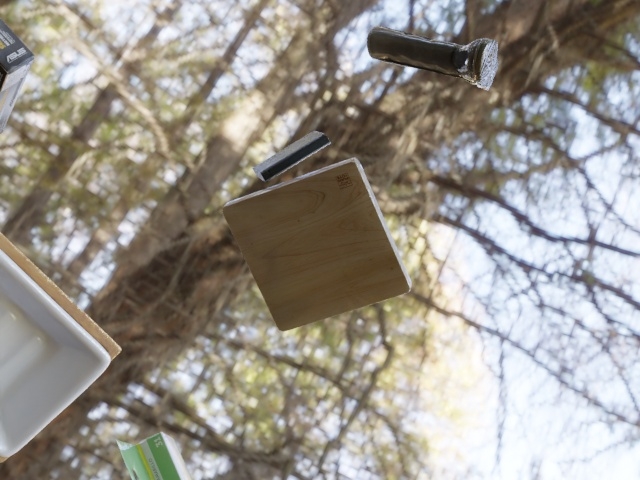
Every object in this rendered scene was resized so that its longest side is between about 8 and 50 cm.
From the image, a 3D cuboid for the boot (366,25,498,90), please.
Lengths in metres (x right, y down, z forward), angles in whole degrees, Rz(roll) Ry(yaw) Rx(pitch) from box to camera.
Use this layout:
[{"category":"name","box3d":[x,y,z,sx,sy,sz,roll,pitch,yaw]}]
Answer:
[{"category":"boot","box3d":[0.177,-0.306,1.789,0.208,0.076,0.189,24,-5,11]}]

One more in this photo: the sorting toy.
[{"category":"sorting toy","box3d":[0.000,0.000,1.961,0.257,0.089,0.255,-19,-72,18]}]

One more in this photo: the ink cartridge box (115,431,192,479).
[{"category":"ink cartridge box","box3d":[-0.241,0.388,1.754,0.171,0.056,0.235,63,-5,16]}]

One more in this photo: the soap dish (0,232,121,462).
[{"category":"soap dish","box3d":[-0.449,0.129,1.502,0.291,0.229,0.118,51,-8,-32]}]

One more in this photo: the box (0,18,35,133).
[{"category":"box","box3d":[-0.524,-0.265,1.636,0.183,0.056,0.231,47,-36,-1]}]

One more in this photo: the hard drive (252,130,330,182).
[{"category":"hard drive","box3d":[-0.052,-0.151,1.978,0.022,0.135,0.094,60,-6,-14]}]
